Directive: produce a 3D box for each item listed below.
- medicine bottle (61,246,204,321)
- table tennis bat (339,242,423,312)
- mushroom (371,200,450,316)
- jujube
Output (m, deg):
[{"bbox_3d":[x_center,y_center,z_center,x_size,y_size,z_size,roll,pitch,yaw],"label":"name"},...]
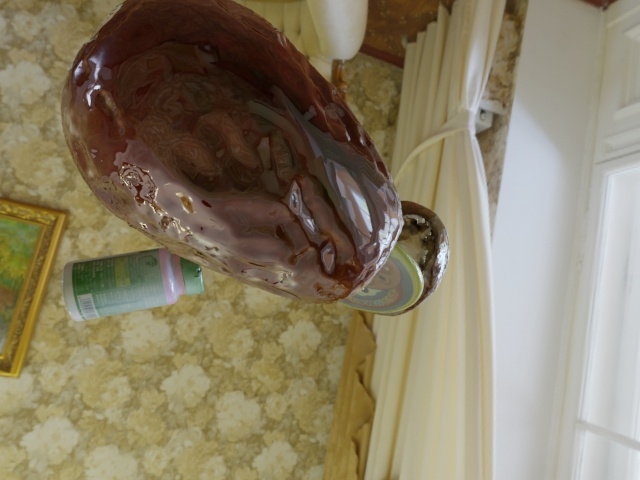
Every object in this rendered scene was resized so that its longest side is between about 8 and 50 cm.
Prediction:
[{"bbox_3d":[-0.401,0.089,0.965,0.274,0.133,0.133,-8,178,-16],"label":"medicine bottle"},{"bbox_3d":[0.000,0.000,0.654,0.369,0.054,0.224,43,144,-22],"label":"table tennis bat"},{"bbox_3d":[0.145,0.019,0.954,0.264,0.195,0.283,2,135,19],"label":"mushroom"},{"bbox_3d":[-0.071,-0.073,0.416,0.318,0.223,0.223,38,164,-17],"label":"jujube"}]
